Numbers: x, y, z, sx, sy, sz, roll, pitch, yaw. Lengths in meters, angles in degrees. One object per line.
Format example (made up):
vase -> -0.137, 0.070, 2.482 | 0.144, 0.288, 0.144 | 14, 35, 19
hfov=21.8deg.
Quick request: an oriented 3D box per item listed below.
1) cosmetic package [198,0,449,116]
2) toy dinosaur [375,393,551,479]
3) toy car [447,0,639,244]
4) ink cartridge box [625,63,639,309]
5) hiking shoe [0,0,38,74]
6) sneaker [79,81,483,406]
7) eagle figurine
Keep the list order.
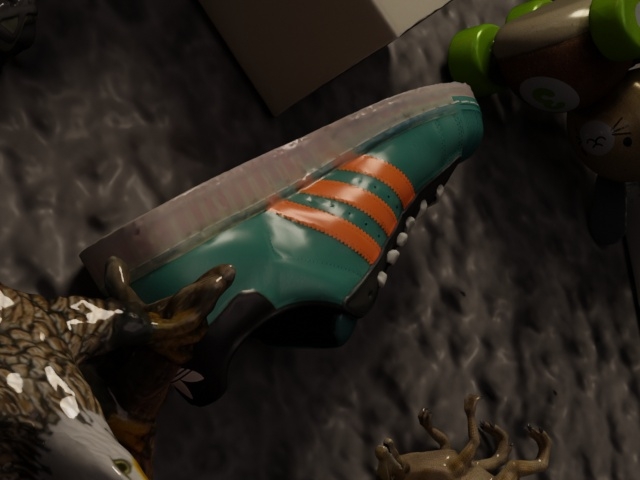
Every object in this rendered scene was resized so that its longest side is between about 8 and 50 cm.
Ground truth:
cosmetic package -> -0.032, -0.252, 1.071 | 0.296, 0.129, 0.153 | 56, 45, -6
toy dinosaur -> 0.108, 0.161, 1.068 | 0.183, 0.053, 0.093 | 33, 67, -16
toy car -> 0.208, -0.088, 1.199 | 0.149, 0.155, 0.188 | -29, 103, -44
ink cartridge box -> 0.332, -0.051, 1.234 | 0.121, 0.211, 0.289 | 8, 65, -36
hiking shoe -> -0.224, -0.077, 0.870 | 0.086, 0.114, 0.227 | 22, 24, 12
sneaker -> 0.000, 0.000, 1.006 | 0.302, 0.108, 0.121 | -28, 90, -36
eagle figurine -> -0.163, 0.083, 0.737 | 0.298, 0.225, 0.226 | -17, 93, -51
